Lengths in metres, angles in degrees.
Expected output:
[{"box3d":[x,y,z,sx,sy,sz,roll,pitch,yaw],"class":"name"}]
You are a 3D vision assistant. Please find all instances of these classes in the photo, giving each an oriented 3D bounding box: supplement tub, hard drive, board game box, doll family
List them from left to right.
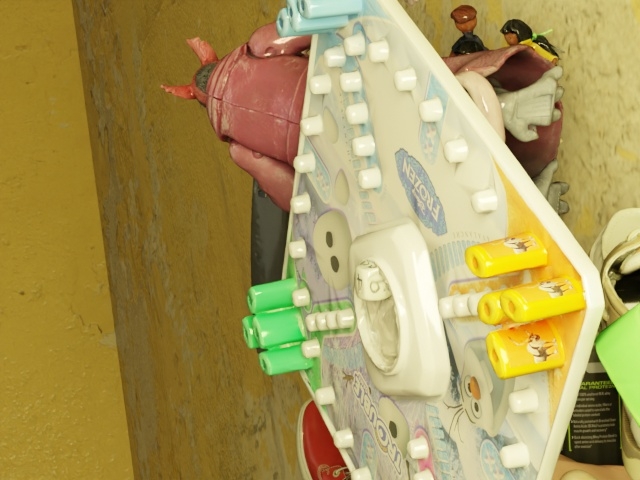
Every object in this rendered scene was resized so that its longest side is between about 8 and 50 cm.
[{"box3d":[0.000,0.000,1.744,0.054,0.172,0.254,19,114,47],"class":"hard drive"},{"box3d":[0.040,0.052,1.048,0.390,0.050,0.390,-120,28,-43],"class":"board game box"},{"box3d":[0.159,-0.149,1.352,0.193,0.076,0.111,10,124,55],"class":"doll family"},{"box3d":[0.211,0.137,1.218,0.117,0.117,0.190,-174,82,-71],"class":"supplement tub"}]

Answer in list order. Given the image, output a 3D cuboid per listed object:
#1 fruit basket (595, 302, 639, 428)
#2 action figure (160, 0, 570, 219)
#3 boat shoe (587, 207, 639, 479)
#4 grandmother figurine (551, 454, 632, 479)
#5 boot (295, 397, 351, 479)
[{"box3d":[0.277,0.189,0.771,0.392,0.283,0.392,-29,57,57],"class":"fruit basket"},{"box3d":[0.016,-0.084,1.268,0.276,0.370,0.248,-34,-45,-59],"class":"action figure"},{"box3d":[0.242,0.044,1.037,0.302,0.113,0.103,-88,-3,-61],"class":"boat shoe"},{"box3d":[0.243,0.194,1.026,0.342,0.208,0.104,8,94,47],"class":"grandmother figurine"},{"box3d":[0.050,0.286,1.775,0.176,0.088,0.244,134,121,-65],"class":"boot"}]
